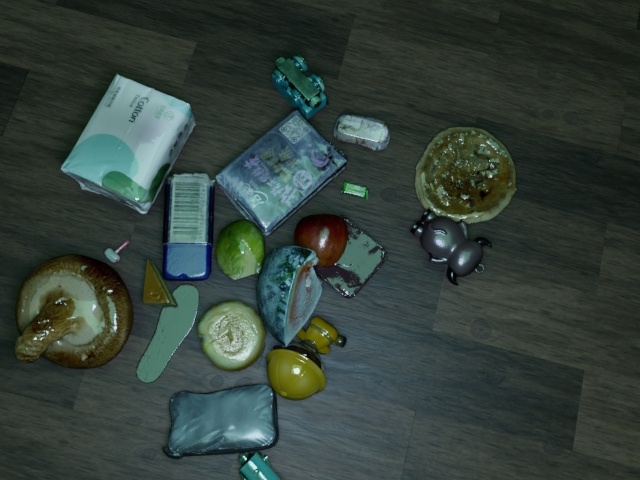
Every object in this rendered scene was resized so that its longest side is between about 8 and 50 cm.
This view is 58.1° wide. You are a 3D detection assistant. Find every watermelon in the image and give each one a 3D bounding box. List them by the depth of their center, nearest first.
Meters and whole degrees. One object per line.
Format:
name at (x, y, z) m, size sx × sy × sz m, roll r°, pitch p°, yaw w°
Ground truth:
watermelon at (-0.073, 0.164, 1.685) m, size 0.214 × 0.320 × 0.289 m, roll 11°, pitch 64°, yaw -31°

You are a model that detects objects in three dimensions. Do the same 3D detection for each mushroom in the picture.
mushroom at (-0.714, 0.204, 1.680) m, size 0.345 × 0.239 × 0.345 m, roll 1°, pitch 88°, yaw -23°

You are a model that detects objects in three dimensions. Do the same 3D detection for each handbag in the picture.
handbag at (-0.290, 0.523, 1.675) m, size 0.332 × 0.075 × 0.191 m, roll -5°, pitch 58°, yaw -4°
handbag at (0.075, 0.053, 1.820) m, size 0.216 × 0.074 × 0.203 m, roll 38°, pitch 79°, yaw 7°

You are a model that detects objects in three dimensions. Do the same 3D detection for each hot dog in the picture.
hot dog at (0.140, -0.365, 1.919) m, size 0.191 × 0.059 × 0.108 m, roll 16°, pitch 80°, yaw 1°

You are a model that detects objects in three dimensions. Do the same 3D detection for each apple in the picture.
apple at (0.003, 0.002, 1.722) m, size 0.156 × 0.147 × 0.158 m, roll 5°, pitch 77°, yaw -22°

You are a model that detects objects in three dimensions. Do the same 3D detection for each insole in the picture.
insole at (-0.466, 0.284, 1.771) m, size 0.111 × 0.007 × 0.327 m, roll 25°, pitch 78°, yaw 3°

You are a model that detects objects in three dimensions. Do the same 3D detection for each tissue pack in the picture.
tissue pack at (-0.585, -0.295, 1.789) m, size 0.266 × 0.194 × 0.356 m, roll 23°, pitch 77°, yaw 3°
tissue pack at (-0.126, -0.219, 1.844) m, size 0.361 × 0.122 × 0.259 m, roll -43°, pitch 82°, yaw -9°

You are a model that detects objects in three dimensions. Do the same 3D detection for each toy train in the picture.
toy train at (-0.139, 0.698, 1.630) m, size 0.248 × 0.159 × 0.101 m, roll 44°, pitch 74°, yaw 7°
toy train at (-0.069, -0.501, 1.880) m, size 0.112 × 0.163 × 0.203 m, roll -39°, pitch 82°, yaw -8°

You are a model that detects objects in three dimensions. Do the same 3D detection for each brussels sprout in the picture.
brussels sprout at (-0.243, 0.027, 1.767) m, size 0.162 × 0.144 × 0.180 m, roll -27°, pitch 79°, yaw 7°

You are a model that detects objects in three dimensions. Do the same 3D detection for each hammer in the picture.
hammer at (-0.633, 0.029, 1.803) m, size 0.052 × 0.031 × 0.083 m, roll 43°, pitch 73°, yaw 2°

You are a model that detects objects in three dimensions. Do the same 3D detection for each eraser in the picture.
eraser at (-0.407, -0.041, 1.796) m, size 0.155 × 0.101 × 0.332 m, roll 0°, pitch 79°, yaw -5°

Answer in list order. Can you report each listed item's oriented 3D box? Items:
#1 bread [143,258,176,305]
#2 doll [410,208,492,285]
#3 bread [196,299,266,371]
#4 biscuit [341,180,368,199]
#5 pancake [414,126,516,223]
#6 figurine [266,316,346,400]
bread at (-0.487, 0.128, 1.763) m, size 0.084 × 0.074 × 0.139 m, roll 0°, pitch 76°, yaw 6°
doll at (0.410, 0.017, 1.825) m, size 0.257 × 0.117 × 0.182 m, roll 40°, pitch 89°, yaw 7°
bread at (-0.263, 0.284, 1.733) m, size 0.213 × 0.105 × 0.213 m, roll 1°, pitch 75°, yaw -3°
biscuit at (0.115, -0.166, 1.896) m, size 0.089 × 0.016 × 0.046 m, roll 14°, pitch 79°, yaw 0°
pancake at (0.484, -0.220, 1.907) m, size 0.356 × 0.065 × 0.356 m, roll 1°, pitch 74°, yaw -3°
figurine at (-0.050, 0.347, 1.704) m, size 0.192 × 0.167 × 0.256 m, roll 28°, pitch 76°, yaw 13°
